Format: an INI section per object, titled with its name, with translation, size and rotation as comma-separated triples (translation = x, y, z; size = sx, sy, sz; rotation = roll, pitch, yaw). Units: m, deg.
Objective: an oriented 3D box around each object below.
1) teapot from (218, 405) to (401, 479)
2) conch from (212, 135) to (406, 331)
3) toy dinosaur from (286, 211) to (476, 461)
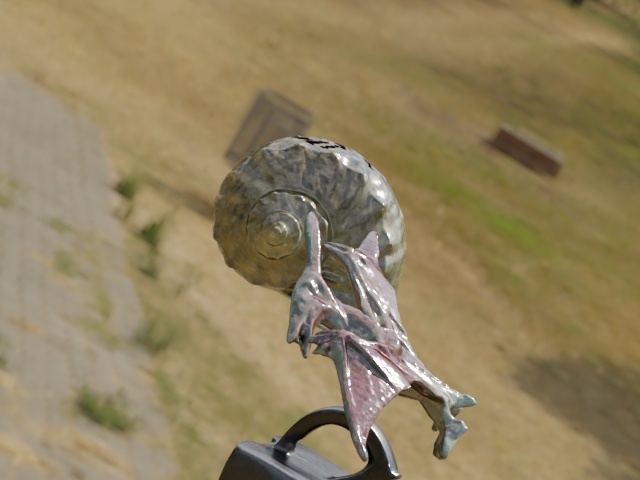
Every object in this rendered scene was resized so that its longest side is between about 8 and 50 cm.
[teapot]
translation = -0.008, 0.167, 0.880
size = 0.096, 0.177, 0.087
rotation = 22, 3, 18
[conch]
translation = 0.000, 0.000, 1.351
size = 0.130, 0.155, 0.207
rotation = -11, -2, 14
[toy dinosaur]
translation = 0.025, 0.046, 0.823
size = 0.108, 0.032, 0.220
rotation = 41, 17, -13
